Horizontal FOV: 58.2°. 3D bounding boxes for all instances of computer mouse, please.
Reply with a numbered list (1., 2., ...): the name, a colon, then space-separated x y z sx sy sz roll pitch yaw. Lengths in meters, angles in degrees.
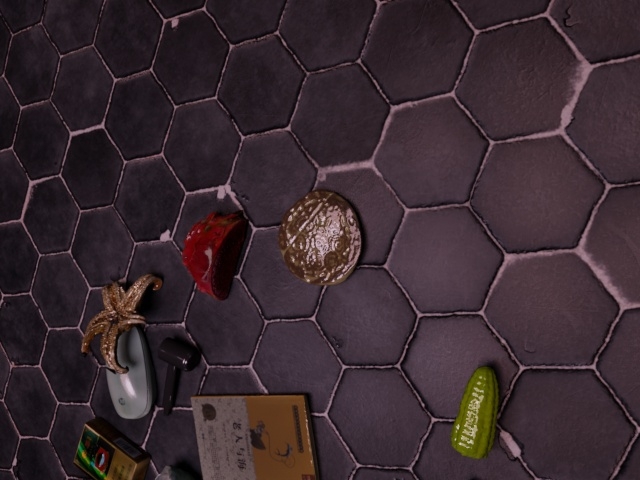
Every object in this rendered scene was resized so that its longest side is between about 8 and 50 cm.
1. computer mouse: -0.596 0.403 1.758 0.160 0.097 0.288 -17 86 28

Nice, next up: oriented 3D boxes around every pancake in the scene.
1. pancake: 0.000 0.000 1.480 0.250 0.031 0.249 1 93 26

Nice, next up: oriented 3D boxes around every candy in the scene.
1. candy: 0.355 0.383 1.297 0.097 0.097 0.209 13 96 25

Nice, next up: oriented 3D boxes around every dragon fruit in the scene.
1. dragon fruit: -0.298 0.029 1.575 0.163 0.189 0.261 18 98 -7

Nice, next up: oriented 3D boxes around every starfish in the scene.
1. starfish: -0.586 0.240 1.695 0.312 0.113 0.303 -12 61 38

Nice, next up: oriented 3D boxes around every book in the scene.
1. book: -0.190 0.562 1.603 0.389 0.032 0.268 -9 90 27

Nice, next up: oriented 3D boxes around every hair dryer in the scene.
1. hair dryer: -0.430 0.418 1.697 0.114 0.071 0.247 17 104 24

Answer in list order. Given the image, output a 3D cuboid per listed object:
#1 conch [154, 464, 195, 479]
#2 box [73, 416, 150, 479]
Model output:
1. conch: -0.449 0.804 1.674 0.220 0.196 0.277 53 137 34
2. box: -0.662 0.693 1.819 0.240 0.071 0.159 25 106 23
